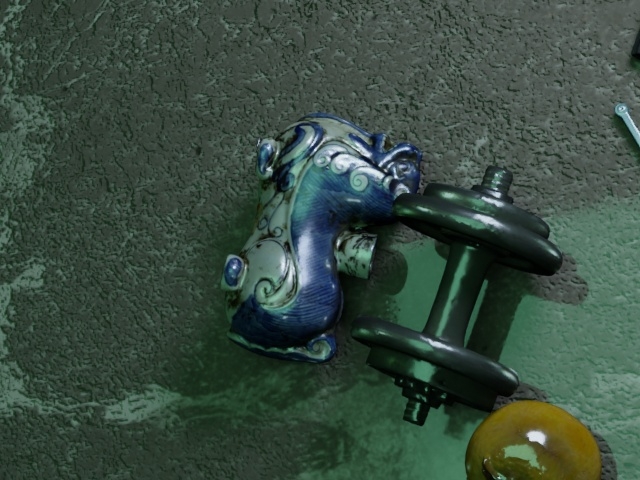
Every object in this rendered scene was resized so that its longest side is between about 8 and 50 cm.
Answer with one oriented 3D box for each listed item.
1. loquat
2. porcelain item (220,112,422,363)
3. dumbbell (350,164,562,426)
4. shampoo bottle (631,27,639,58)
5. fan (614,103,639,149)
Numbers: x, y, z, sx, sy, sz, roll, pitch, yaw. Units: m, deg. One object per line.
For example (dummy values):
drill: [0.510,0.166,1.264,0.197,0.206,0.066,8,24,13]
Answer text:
loquat: [0.220,0.233,1.502,0.141,0.141,0.141,-4,76,18]
porcelain item: [0.000,0.000,1.641,0.186,0.138,0.288,14,78,10]
dumbbell: [0.144,0.057,1.539,0.192,0.192,0.290,18,85,22]
shampoo bottle: [0.388,-0.266,1.616,0.048,0.027,0.137,20,84,31]
fan: [0.375,-0.070,1.582,0.038,0.016,0.193,-29,71,8]
